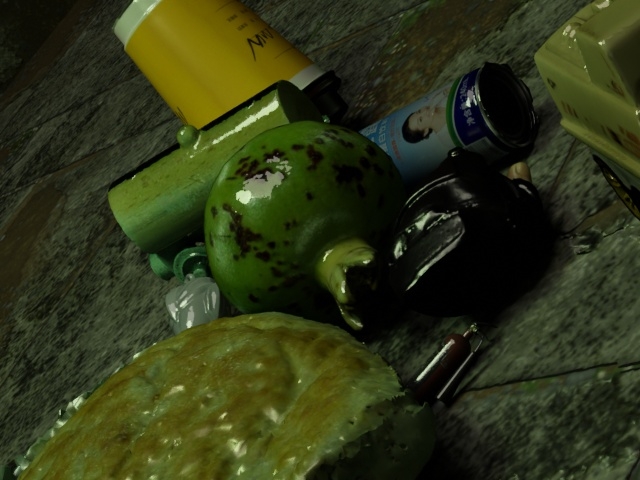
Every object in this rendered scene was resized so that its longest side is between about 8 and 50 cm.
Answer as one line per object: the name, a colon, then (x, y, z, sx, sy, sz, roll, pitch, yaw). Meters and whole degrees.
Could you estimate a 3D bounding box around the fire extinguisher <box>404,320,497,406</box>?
fire extinguisher: (0.110, 0.107, 1.343, 0.100, 0.032, 0.046, -49, 10, 5)

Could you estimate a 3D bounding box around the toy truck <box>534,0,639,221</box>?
toy truck: (0.291, -0.087, 1.095, 0.181, 0.254, 0.405, -38, 25, 4)

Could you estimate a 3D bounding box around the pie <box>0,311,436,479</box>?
pie: (-0.097, 0.210, 1.341, 0.418, 0.180, 0.395, -34, 23, 6)

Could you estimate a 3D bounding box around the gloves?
gloves: (0.127, -0.015, 1.443, 0.164, 0.124, 0.203, -24, 32, 2)

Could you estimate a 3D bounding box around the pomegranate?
pomegranate: (0.000, 0.000, 1.521, 0.211, 0.211, 0.263, -44, 40, 0)

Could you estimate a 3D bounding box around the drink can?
drink can: (0.106, -0.096, 1.636, 0.235, 0.097, 0.097, -26, 28, 40)

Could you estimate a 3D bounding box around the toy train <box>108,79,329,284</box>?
toy train: (-0.097, -0.067, 1.812, 0.307, 0.189, 0.126, -29, 19, 25)

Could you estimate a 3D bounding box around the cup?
cup: (-0.114, -0.200, 1.935, 0.196, 0.279, 0.196, -45, -2, -2)

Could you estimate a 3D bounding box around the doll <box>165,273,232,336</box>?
doll: (-0.130, 0.099, 1.736, 0.094, 0.079, 0.180, -60, 27, 29)
